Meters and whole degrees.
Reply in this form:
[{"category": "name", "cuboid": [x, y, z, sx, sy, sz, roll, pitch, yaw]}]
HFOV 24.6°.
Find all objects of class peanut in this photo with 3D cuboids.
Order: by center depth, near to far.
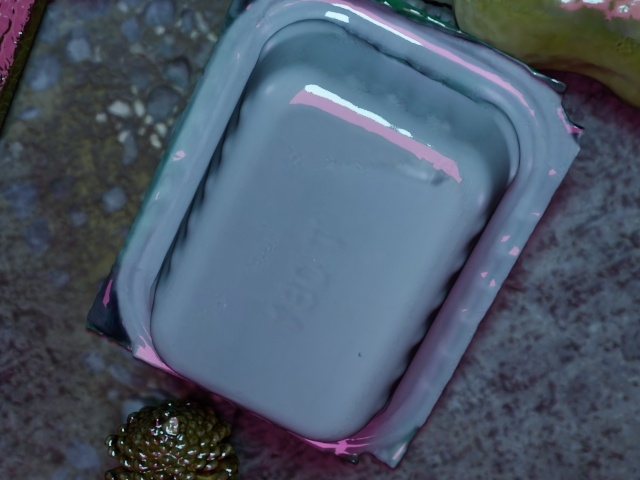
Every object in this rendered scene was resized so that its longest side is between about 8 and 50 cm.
[{"category": "peanut", "cuboid": [0.207, -0.147, 1.009, 0.237, 0.120, 0.110, 6, 70, 9]}]

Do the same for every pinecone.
[{"category": "pinecone", "cuboid": [-0.107, 0.176, 1.076, 0.102, 0.102, 0.109, -7, 98, 4]}]

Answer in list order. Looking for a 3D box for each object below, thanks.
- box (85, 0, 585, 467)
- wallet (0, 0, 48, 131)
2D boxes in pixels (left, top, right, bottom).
[{"category": "box", "cuboid": [0.000, 0.000, 1.011, 0.264, 0.106, 0.336, 26, 110, 0]}, {"category": "wallet", "cuboid": [-0.299, -0.095, 1.078, 0.133, 0.039, 0.243, 23, 99, 1]}]
